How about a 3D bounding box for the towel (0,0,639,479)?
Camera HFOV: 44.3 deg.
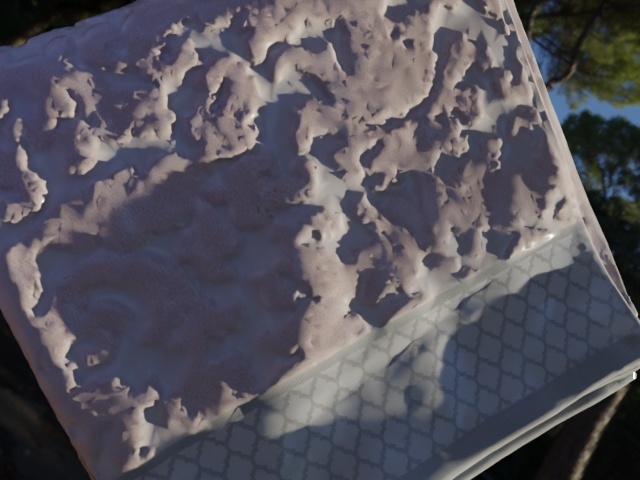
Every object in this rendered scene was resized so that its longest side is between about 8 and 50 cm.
[{"bbox_3d":[0.000,0.000,0.430,0.317,0.331,0.053,65,-17,-3],"label":"towel"}]
